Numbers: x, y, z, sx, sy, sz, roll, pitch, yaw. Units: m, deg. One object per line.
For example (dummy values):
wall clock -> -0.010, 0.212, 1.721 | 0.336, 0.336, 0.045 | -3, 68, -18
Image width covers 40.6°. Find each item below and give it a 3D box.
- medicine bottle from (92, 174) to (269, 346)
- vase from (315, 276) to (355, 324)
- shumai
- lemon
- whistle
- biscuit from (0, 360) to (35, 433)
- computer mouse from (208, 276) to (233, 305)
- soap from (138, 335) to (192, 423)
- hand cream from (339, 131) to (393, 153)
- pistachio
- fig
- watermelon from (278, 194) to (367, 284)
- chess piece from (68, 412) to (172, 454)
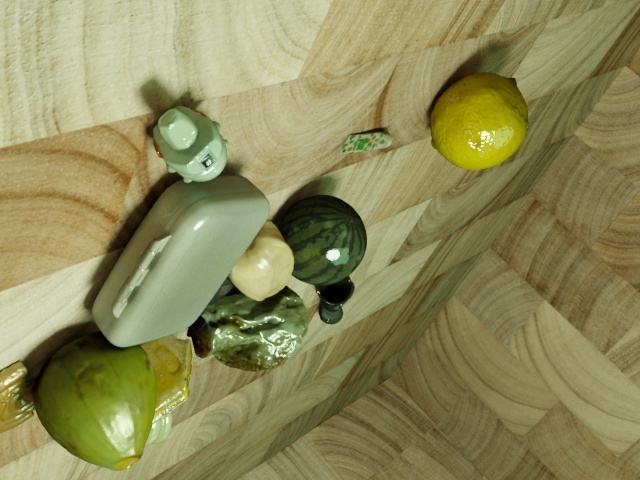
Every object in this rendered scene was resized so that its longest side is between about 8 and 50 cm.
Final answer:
medicine bottle -> -0.266, 0.038, 1.646 | 0.282, 0.123, 0.375 | -9, 140, -57
vase -> 0.038, 0.180, 2.588 | 0.115, 0.115, 0.237 | -38, 164, -16
shumai -> -0.172, 0.192, 2.034 | 0.272, 0.222, 0.203 | -34, 156, -2
lemon -> 0.385, -0.286, 2.123 | 0.253, 0.228, 0.228 | -47, 162, 33
whistle -> -0.211, -0.155, 1.396 | 0.253, 0.106, 0.101 | 53, 53, -77
biscuit -> -0.618, 0.323, 1.671 | 0.144, 0.033, 0.224 | -31, 156, -33
computer mouse -> -0.268, 0.100, 1.882 | 0.172, 0.057, 0.099 | -13, 147, -36
soap -> -0.387, 0.318, 1.932 | 0.257, 0.160, 0.080 | -36, 158, -26
hand cream -> 0.110, -0.228, 1.999 | 0.165, 0.037, 0.057 | -14, 145, -44
pistachio -> -0.132, 0.042, 1.869 | 0.157, 0.157, 0.229 | -38, 156, -15
fig -> -0.424, 0.317, 1.689 | 0.239, 0.271, 0.239 | -28, 172, -4
watermelon -> 0.000, 0.000, 1.980 | 0.212, 0.212, 0.212 | -38, 160, -17
chess piece -> -0.490, 0.441, 2.035 | 0.251, 0.144, 0.144 | -7, 139, -52
